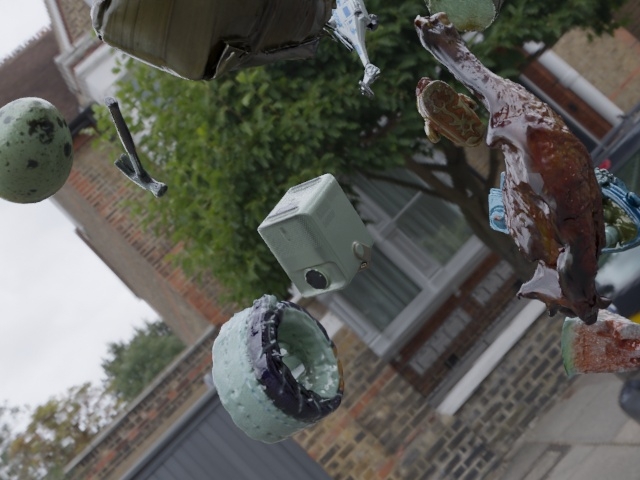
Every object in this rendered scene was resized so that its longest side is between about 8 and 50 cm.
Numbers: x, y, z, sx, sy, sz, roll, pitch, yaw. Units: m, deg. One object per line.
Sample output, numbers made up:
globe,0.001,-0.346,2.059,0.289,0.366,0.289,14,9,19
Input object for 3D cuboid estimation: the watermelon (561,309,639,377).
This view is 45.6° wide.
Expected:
watermelon,0.429,0.155,1.148,0.121,0.097,0.158,-26,28,-18

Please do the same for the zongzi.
zongzi,-0.039,-0.446,0.959,0.466,0.218,0.500,-65,-10,23

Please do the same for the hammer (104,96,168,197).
hammer,-0.334,-0.167,1.308,0.029,0.103,0.246,-51,-20,-22

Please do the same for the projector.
projector,0.000,0.000,1.701,0.163,0.242,0.177,-16,27,37

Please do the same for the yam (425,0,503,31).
yam,0.323,-0.572,1.559,0.304,0.168,0.168,-64,2,-31

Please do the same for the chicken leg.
chicken leg,0.232,-0.092,0.861,0.096,0.407,0.158,-28,1,-23

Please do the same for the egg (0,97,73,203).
egg,-0.559,-0.173,1.444,0.177,0.177,0.228,-36,-16,-49

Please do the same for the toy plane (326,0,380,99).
toy plane,0.075,-0.458,1.670,0.107,0.273,0.182,-31,-45,22

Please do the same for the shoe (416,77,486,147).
shoe,0.166,-0.159,0.990,0.072,0.109,0.069,-62,-12,2

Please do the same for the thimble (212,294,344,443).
thimble,-0.076,0.219,1.319,0.150,0.237,0.237,-33,-2,24

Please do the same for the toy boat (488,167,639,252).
toy boat,0.317,-0.036,0.973,0.098,0.109,0.238,-20,23,-35
